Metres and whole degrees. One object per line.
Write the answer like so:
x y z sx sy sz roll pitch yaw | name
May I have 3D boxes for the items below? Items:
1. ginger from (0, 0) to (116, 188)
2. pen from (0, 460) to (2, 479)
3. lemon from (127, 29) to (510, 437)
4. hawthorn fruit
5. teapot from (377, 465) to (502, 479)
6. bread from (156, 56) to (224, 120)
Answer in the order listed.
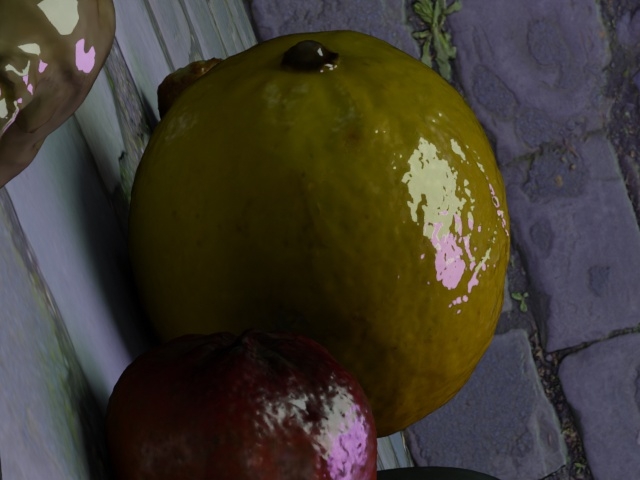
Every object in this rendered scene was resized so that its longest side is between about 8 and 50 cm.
-0.164 -0.109 0.700 0.267 0.138 0.152 60 13 29 | ginger
-0.156 0.063 0.738 0.040 0.032 0.233 103 -21 -51 | pen
0.000 0.000 1.245 0.297 0.297 0.297 -19 90 -85 | lemon
-0.042 0.147 1.015 0.157 0.157 0.194 -83 164 -79 | hawthorn fruit
0.062 0.328 1.132 0.305 0.223 0.285 -99 177 -76 | teapot
-0.087 -0.067 1.558 0.132 0.103 0.172 56 18 -47 | bread
